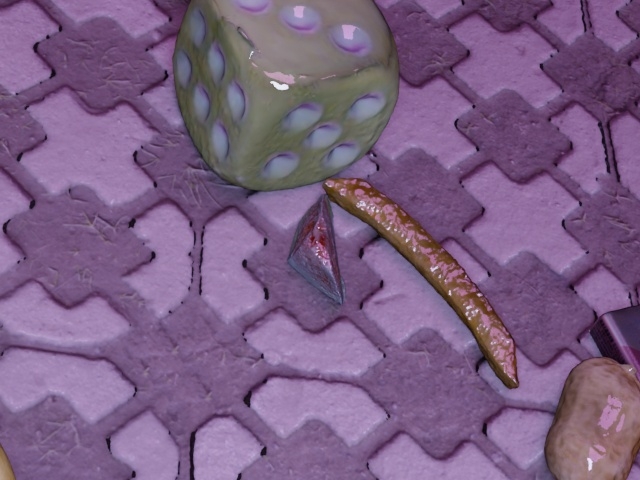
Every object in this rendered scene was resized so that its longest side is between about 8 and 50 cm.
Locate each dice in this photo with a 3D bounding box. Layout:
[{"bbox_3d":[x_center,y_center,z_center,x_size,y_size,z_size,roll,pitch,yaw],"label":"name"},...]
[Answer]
[{"bbox_3d":[-0.051,-0.241,1.908,0.249,0.254,0.252,-13,59,-29],"label":"dice"}]

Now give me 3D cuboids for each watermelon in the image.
[{"bbox_3d":[-0.002,0.004,1.856,0.081,0.094,0.180,2,40,-13],"label":"watermelon"}]

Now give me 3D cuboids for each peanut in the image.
[{"bbox_3d":[0.373,0.252,1.770,0.129,0.129,0.224,25,54,0],"label":"peanut"}]

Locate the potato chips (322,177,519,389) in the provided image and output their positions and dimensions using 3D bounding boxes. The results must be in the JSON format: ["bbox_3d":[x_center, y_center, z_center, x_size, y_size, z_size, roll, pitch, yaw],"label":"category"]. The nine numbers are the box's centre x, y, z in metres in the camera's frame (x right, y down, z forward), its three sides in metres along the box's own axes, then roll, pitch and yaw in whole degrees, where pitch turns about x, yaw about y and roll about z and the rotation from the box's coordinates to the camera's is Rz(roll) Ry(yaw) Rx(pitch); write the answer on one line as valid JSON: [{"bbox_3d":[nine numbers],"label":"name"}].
[{"bbox_3d":[0.161,0.047,1.893,0.080,0.057,0.407,-36,72,-21],"label":"potato chips"}]

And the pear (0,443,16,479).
[{"bbox_3d":[-0.470,0.289,1.366,0.309,0.309,0.309,9,53,-12],"label":"pear"}]

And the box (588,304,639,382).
[{"bbox_3d":[0.485,0.198,1.883,0.120,0.069,0.224,-11,59,-24],"label":"box"}]
